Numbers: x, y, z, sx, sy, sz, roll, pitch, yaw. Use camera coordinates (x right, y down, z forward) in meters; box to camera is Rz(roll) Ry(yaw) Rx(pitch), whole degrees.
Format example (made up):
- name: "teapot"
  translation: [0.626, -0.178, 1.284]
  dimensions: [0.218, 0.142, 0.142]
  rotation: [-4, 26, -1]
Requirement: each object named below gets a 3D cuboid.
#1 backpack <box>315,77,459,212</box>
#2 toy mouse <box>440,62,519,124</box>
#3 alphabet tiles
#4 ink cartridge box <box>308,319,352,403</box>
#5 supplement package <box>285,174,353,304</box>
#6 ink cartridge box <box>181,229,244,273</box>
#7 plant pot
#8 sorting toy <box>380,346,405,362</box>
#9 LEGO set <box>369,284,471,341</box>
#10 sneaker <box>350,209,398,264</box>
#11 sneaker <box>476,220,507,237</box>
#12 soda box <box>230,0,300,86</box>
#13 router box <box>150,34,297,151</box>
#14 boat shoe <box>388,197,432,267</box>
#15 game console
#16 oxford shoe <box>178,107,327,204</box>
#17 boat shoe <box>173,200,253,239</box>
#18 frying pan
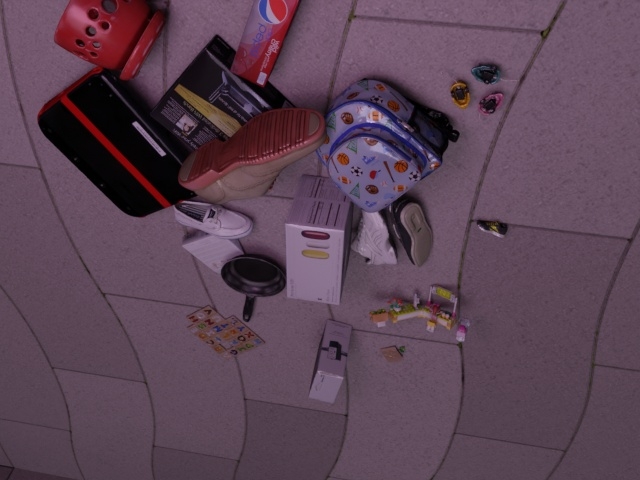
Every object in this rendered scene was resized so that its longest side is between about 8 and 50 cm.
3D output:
- name: "backpack"
  translation: [0.117, -0.212, 1.316]
  dimensions: [0.263, 0.213, 0.276]
  rotation: [42, 130, -10]
- name: "toy mouse"
  translation: [0.355, -0.328, 1.264]
  dimensions: [0.143, 0.031, 0.161]
  rotation: [-17, 125, 26]
- name: "alphabet tiles"
  translation: [-0.337, 0.312, 2.007]
  dimensions: [0.198, 0.009, 0.237]
  rotation: [-27, 120, 32]
- name: "ink cartridge box"
  translation: [0.031, 0.380, 1.844]
  dimensions: [0.086, 0.208, 0.153]
  rotation: [15, 133, -1]
- name: "supplement package"
  translation: [0.000, 0.000, 1.520]
  dimensions: [0.145, 0.204, 0.262]
  rotation: [7, 132, 7]
- name: "ink cartridge box"
  translation: [-0.296, 0.026, 1.737]
  dimensions: [0.145, 0.045, 0.179]
  rotation: [-16, 144, 24]
- name: "plant pot"
  translation: [-0.435, -0.452, 1.238]
  dimensions: [0.174, 0.191, 0.191]
  rotation: [29, 131, -21]
- name: "sorting toy"
  translation: [0.244, 0.369, 1.917]
  dimensions: [0.083, 0.012, 0.062]
  rotation: [-16, 120, 29]
- name: "LEGO set"
  translation: [0.289, 0.192, 1.685]
  dimensions: [0.286, 0.132, 0.107]
  rotation: [10, 124, 13]
- name: "sneaker"
  translation: [0.128, -0.013, 1.544]
  dimensions: [0.115, 0.090, 0.232]
  rotation: [-15, 126, 9]
- name: "sneaker"
  translation: [0.441, -0.037, 1.507]
  dimensions: [0.083, 0.031, 0.035]
  rotation: [19, 119, -10]
- name: "soda box"
  translation: [-0.100, -0.458, 1.214]
  dimensions: [0.083, 0.092, 0.263]
  rotation: [25, 132, -8]
- name: "router box"
  translation: [-0.208, -0.288, 1.397]
  dimensions: [0.309, 0.081, 0.243]
  rotation: [40, 128, -21]
- name: "boat shoe"
  translation: [0.237, -0.022, 1.547]
  dimensions: [0.079, 0.084, 0.233]
  rotation: [28, 155, 42]
- name: "game console"
  translation: [-0.506, -0.229, 1.498]
  dimensions: [0.341, 0.060, 0.387]
  rotation: [-16, 126, 37]
- name: "oxford shoe"
  translation: [-0.136, -0.185, 1.345]
  dimensions: [0.396, 0.141, 0.146]
  rotation: [-14, 143, 31]
- name: "boat shoe"
  translation: [-0.298, -0.058, 1.608]
  dimensions: [0.226, 0.083, 0.076]
  rotation: [8, 158, 7]
- name: "frying pan"
  translation: [-0.185, 0.144, 1.795]
  dimensions: [0.197, 0.053, 0.326]
  rotation: [-2, 140, 13]
